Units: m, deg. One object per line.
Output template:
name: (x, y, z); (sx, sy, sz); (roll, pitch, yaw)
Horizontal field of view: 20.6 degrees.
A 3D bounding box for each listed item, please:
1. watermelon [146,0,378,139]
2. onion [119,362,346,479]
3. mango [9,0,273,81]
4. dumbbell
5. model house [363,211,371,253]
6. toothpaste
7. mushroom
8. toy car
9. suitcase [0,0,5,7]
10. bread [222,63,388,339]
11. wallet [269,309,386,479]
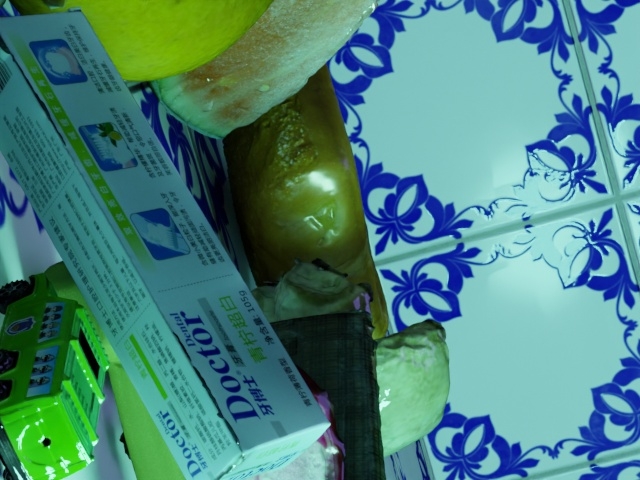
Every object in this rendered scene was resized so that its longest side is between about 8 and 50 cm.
watermelon: (-0.111, -0.218, 1.734); (0.292, 0.319, 0.222); (17, 97, -46)
onion: (-0.087, 0.169, 1.370); (0.198, 0.135, 0.173); (20, 60, -33)
mango: (-0.152, -0.267, 1.321); (0.445, 0.220, 0.301); (-24, 124, -69)
dumbbell: (-0.109, 0.148, 1.220); (0.108, 0.121, 0.302); (-9, -83, 68)
model house: (-0.005, 0.005, 2.272); (0.229, 0.122, 0.188); (-93, 164, -46)
toothpaste: (-0.118, 0.001, 1.122); (0.081, 0.067, 0.336); (-14, 65, -44)
mushroom: (-0.009, 0.145, 1.784); (0.267, 0.164, 0.189); (27, -50, 38)
toy car: (-0.168, 0.082, 1.078); (0.165, 0.062, 0.071); (-92, 165, -61)
suitcase: (-0.246, -0.348, 0.874); (0.283, 0.194, 0.434); (59, 15, -66)
bread: (-0.034, -0.067, 1.988); (0.328, 0.148, 0.337); (75, 0, -50)
wallet: (-0.027, 0.169, 1.556); (0.317, 0.169, 0.044); (-92, 171, -57)
